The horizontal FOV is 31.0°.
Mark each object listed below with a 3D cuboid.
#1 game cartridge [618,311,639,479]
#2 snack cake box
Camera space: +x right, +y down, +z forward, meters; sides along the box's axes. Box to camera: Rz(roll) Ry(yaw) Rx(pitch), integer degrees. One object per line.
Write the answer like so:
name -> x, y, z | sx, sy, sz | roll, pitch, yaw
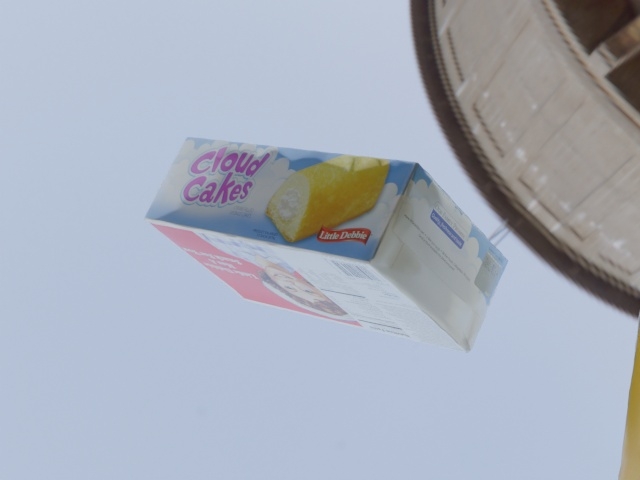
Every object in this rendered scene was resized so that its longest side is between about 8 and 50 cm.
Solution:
game cartridge -> 0.270, 0.126, 0.520 | 0.285, 0.053, 0.324 | 27, -132, -7
snack cake box -> 0.000, 0.000, 0.949 | 0.152, 0.264, 0.089 | 41, -112, -43
